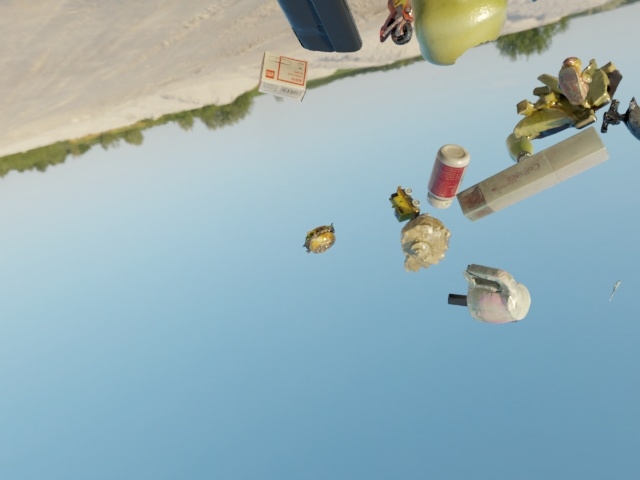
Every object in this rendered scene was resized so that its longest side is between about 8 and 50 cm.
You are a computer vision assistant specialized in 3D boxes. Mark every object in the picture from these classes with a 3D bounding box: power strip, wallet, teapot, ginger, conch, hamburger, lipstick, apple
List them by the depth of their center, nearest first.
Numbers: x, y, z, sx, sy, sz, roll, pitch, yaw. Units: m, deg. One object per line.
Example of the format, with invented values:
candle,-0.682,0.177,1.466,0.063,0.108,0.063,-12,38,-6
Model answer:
lipstick,0.549,-0.166,1.294,0.371,0.076,0.080,-29,150,29
apple,0.384,-0.647,1.401,0.279,0.279,0.279,-13,-162,4
wallet,-0.030,-0.706,1.441,0.228,0.062,0.406,15,168,25
teapot,0.592,0.168,1.622,0.163,0.221,0.178,-20,-170,-34
power strip,0.533,0.224,1.836,0.111,0.038,0.029,6,-143,16
ginger,0.959,-0.580,1.934,0.413,0.211,0.358,-47,-167,-1
conch,0.489,0.011,2.239,0.210,0.297,0.352,28,-144,23
hamburger,0.001,0.001,2.262,0.164,0.093,0.189,-24,161,-14

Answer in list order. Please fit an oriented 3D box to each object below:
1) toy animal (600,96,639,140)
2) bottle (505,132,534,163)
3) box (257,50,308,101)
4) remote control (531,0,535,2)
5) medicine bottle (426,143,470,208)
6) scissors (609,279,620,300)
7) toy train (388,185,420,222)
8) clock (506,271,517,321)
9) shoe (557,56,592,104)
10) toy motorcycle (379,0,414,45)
toy animal,0.980,-0.367,1.489,0.210,0.117,0.121,28,-137,25
bottle,0.943,-0.423,2.308,0.112,0.112,0.260,-8,-150,17
box,-0.141,-0.631,1.885,0.182,0.133,0.099,11,164,-13
remote control,0.651,-0.987,1.660,0.044,0.377,0.107,-42,-169,-8
medicine bottle,0.509,-0.255,1.977,0.131,0.250,0.131,3,-135,-3
scissors,0.976,0.168,1.630,0.006,0.036,0.083,30,-115,17
toy train,0.404,-0.172,2.381,0.127,0.089,0.219,-20,-122,-12
clock,0.796,0.242,2.086,0.042,0.215,0.215,-11,-163,28
shoe,0.612,-0.387,1.190,0.069,0.109,0.072,-40,-177,-35
toy motorcycle,0.318,-0.901,1.868,0.089,0.298,0.171,-7,-151,-44
